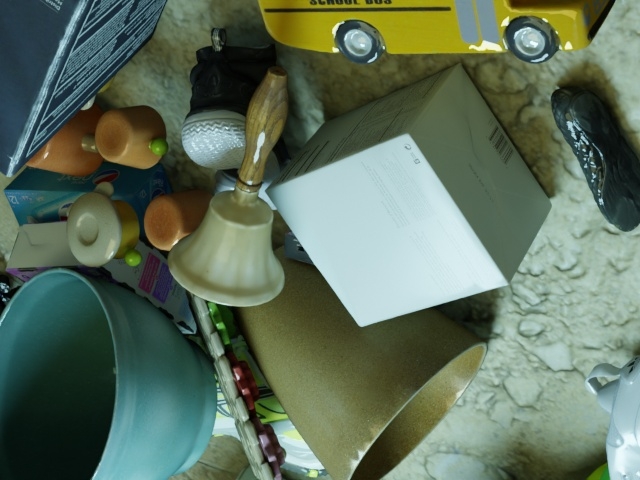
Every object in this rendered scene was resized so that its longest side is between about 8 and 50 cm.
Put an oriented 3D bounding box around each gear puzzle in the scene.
[{"bbox_3d":[-0.111,0.126,1.685,0.175,0.044,0.339,143,106,-80],"label":"gear puzzle"}]

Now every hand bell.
[{"bbox_3d":[-0.072,-0.066,1.422,0.126,0.126,0.242,24,123,12],"label":"hand bell"}]

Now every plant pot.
[{"bbox_3d":[0.023,0.128,1.654,0.254,0.237,0.237,41,138,19],"label":"plant pot"},{"bbox_3d":[-0.249,0.191,1.688,0.196,0.293,0.293,13,154,-42],"label":"plant pot"}]

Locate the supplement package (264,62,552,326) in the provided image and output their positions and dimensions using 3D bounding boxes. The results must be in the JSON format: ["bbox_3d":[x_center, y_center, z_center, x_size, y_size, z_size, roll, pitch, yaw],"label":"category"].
[{"bbox_3d":[0.095,-0.045,1.496,0.203,0.149,0.194,-19,113,40],"label":"supplement package"}]

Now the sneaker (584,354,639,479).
[{"bbox_3d":[0.451,0.245,1.540,0.210,0.137,0.366,-28,104,43],"label":"sneaker"}]

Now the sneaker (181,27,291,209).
[{"bbox_3d":[-0.077,-0.132,1.567,0.101,0.153,0.268,-2,162,13],"label":"sneaker"}]

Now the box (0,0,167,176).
[{"bbox_3d":[-0.264,-0.275,1.416,0.183,0.296,0.294,35,136,0],"label":"box"}]

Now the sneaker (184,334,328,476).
[{"bbox_3d":[-0.123,0.174,1.842,0.384,0.145,0.147,14,119,12],"label":"sneaker"}]

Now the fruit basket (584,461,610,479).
[{"bbox_3d":[0.305,0.442,1.663,0.392,0.283,0.392,-2,134,-2],"label":"fruit basket"}]

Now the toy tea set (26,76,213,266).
[{"bbox_3d":[-0.224,-0.085,1.641,0.200,0.124,0.336,-46,65,29],"label":"toy tea set"}]

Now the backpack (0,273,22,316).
[{"bbox_3d":[-0.490,0.233,1.999,0.213,0.276,0.263,-5,149,0],"label":"backpack"}]

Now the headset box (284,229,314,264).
[{"bbox_3d":[0.000,0.000,1.636,0.062,0.083,0.032,15,117,21],"label":"headset box"}]

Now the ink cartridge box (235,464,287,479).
[{"bbox_3d":[0.009,0.531,2.021,0.384,0.160,0.279,25,134,11],"label":"ink cartridge box"}]

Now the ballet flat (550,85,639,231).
[{"bbox_3d":[0.286,-0.084,1.433,0.173,0.057,0.049,62,171,-23],"label":"ballet flat"}]

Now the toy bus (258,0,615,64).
[{"bbox_3d":[0.105,-0.250,1.351,0.332,0.108,0.130,4,126,29],"label":"toy bus"}]

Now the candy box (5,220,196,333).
[{"bbox_3d":[-0.266,0.048,1.786,0.165,0.070,0.196,-3,151,38],"label":"candy box"}]

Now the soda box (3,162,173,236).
[{"bbox_3d":[-0.290,-0.053,1.777,0.210,0.071,0.067,2,127,29],"label":"soda box"}]
